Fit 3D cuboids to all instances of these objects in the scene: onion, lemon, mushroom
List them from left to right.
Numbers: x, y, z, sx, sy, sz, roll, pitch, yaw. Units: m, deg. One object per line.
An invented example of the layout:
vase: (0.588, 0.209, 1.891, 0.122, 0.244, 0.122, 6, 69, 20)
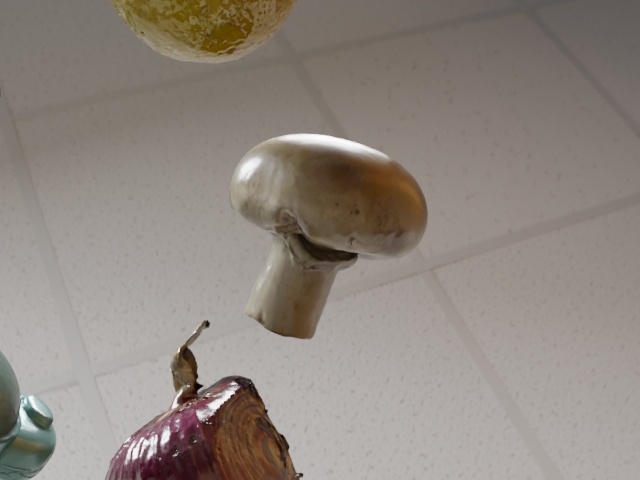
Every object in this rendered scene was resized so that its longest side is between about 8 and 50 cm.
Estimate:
onion: (-0.165, 0.309, 1.127, 0.272, 0.256, 0.230, 40, -147, 16)
lemon: (-0.161, -0.380, 1.229, 0.293, 0.293, 0.293, 3, -129, -3)
mushroom: (0.000, 0.000, 1.268, 0.292, 0.292, 0.290, 16, -92, 7)

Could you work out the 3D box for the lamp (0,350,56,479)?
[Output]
lamp: (-0.395, 0.166, 0.928, 0.147, 0.284, 0.209, -37, -137, -10)
